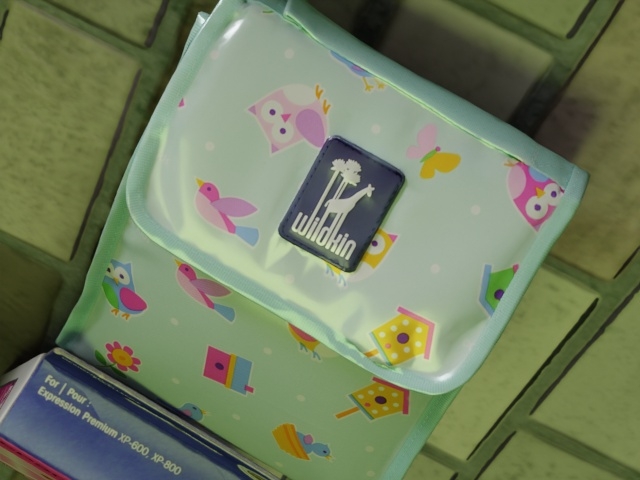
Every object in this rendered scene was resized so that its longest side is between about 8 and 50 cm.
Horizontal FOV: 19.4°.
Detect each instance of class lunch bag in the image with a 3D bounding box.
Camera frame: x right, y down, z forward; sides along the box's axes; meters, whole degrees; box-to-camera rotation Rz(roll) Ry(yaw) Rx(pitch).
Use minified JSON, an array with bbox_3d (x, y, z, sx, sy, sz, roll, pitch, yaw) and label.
[{"bbox_3d":[0.000,0.000,1.026,0.223,0.160,0.262,30,137,0],"label":"lunch bag"}]

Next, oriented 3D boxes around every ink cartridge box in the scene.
[{"bbox_3d":[-0.134,0.147,1.235,0.175,0.069,0.371,32,165,-9],"label":"ink cartridge box"}]
